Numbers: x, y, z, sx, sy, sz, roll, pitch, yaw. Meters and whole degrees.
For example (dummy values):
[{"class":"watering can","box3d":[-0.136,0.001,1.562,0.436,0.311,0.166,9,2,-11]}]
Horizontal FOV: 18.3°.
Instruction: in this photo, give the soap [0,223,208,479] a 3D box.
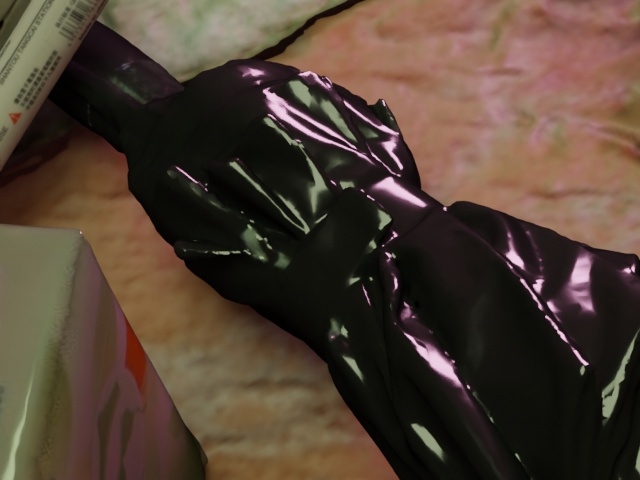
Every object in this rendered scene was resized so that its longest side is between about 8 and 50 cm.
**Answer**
[{"class":"soap","box3d":[-0.123,0.113,0.589,0.138,0.182,0.199,2,62,10]}]

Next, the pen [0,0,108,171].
[{"class":"pen","box3d":[-0.128,-0.027,0.720,0.025,0.025,0.204,34,94,25]}]

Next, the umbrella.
[{"class":"umbrella","box3d":[0.000,0.000,0.685,0.340,0.118,0.118,34,72,34]}]

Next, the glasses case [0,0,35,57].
[{"class":"glasses case","box3d":[-0.167,-0.056,0.743,0.081,0.051,0.204,36,89,43]}]
